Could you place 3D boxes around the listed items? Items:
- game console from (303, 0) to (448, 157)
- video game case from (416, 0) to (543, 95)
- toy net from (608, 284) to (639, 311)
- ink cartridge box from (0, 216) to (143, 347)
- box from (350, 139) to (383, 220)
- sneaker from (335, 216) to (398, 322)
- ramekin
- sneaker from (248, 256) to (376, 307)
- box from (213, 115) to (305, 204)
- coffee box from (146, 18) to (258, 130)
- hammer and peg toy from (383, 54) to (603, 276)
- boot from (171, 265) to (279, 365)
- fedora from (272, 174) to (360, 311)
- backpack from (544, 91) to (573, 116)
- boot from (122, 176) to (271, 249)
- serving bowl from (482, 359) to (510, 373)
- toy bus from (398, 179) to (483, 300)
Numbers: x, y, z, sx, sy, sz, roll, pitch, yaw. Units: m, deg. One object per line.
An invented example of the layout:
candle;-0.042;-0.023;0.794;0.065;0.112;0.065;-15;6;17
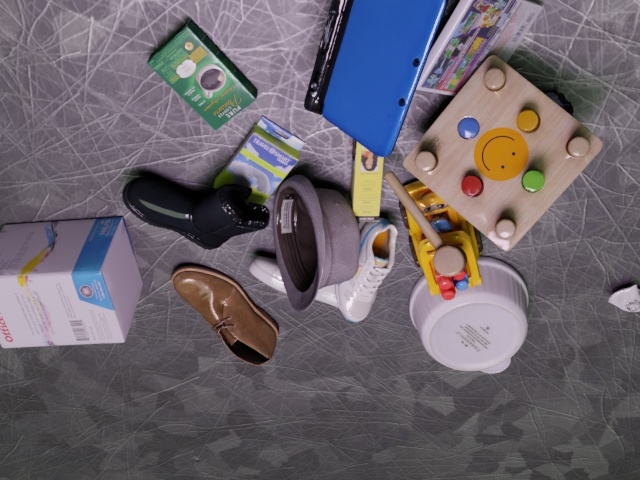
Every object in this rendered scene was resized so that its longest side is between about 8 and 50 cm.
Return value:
game console;0.094;-0.329;1.186;0.173;0.250;0.293;21;125;2
video game case;0.273;-0.341;1.276;0.183;0.023;0.201;-1;135;-40
toy net;0.766;0.135;1.660;0.232;0.045;0.122;1;128;3
ink cartridge box;-0.550;0.089;1.558;0.269;0.197;0.198;-3;127;3
box;0.092;-0.155;1.435;0.058;0.087;0.232;0;125;-1
sneaker;0.097;0.062;1.525;0.087;0.092;0.229;12;94;-27
ramekin;0.341;0.176;1.645;0.272;0.127;0.273;0;126;0
sneaker;-0.008;0.064;1.603;0.290;0.106;0.123;17;107;-13
box;-0.123;-0.150;1.469;0.109;0.042;0.178;30;122;-20
coffee box;-0.217;-0.304;1.359;0.113;0.040;0.184;-34;118;24
hammer and peg toy;0.279;-0.116;1.304;0.266;0.127;0.361;42;104;7
boot;-0.215;0.172;1.664;0.112;0.115;0.305;-37;116;27
fedora;0.000;0.000;1.467;0.124;0.276;0.244;-5;148;-24
backpack;0.415;-0.217;1.381;0.114;0.084;0.105;-19;126;10
boot;-0.243;-0.075;1.450;0.246;0.094;0.207;32;147;-27
serving bowl;0.421;0.287;1.786;0.083;0.027;0.083;1;127;1
toy bus;0.248;0.008;1.474;0.149;0.211;0.220;-13;123;13
